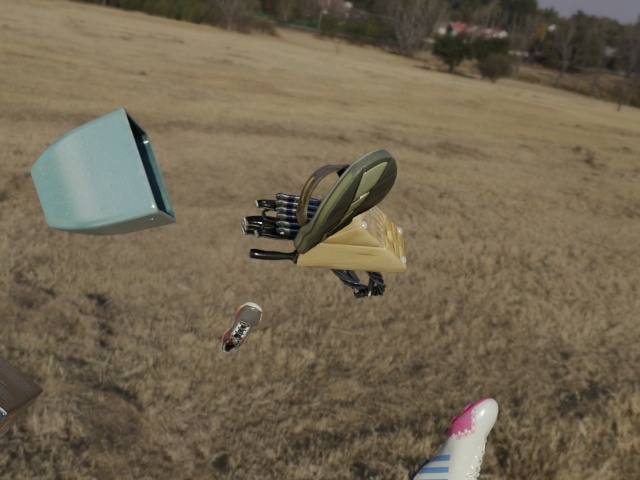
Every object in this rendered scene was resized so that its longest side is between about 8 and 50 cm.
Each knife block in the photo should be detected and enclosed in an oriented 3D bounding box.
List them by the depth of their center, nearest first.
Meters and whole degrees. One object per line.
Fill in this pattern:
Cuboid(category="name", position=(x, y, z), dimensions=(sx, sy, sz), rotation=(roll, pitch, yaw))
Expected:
Cuboid(category="knife block", position=(0.000, 0.000, 1.156), dimensions=(0.242, 0.088, 0.276), rotation=(-18, -32, 27))

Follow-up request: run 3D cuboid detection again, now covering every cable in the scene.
Cuboid(category="cable", position=(0.080, 0.063, 1.471), dimensions=(0.047, 0.184, 0.151), rotation=(-38, 21, -27))

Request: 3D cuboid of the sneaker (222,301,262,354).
Cuboid(category="sneaker", position=(-0.188, 0.217, 1.481), dimensions=(0.061, 0.158, 0.065), rotation=(27, 30, -10))

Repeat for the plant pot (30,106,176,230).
Cuboid(category="plant pot", position=(-0.512, -0.131, 1.444), dimensions=(0.252, 0.247, 0.248), rotation=(-18, -2, -5))

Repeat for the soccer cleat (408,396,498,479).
Cuboid(category="soccer cleat", position=(0.340, 0.518, 1.459), dimensions=(0.116, 0.331, 0.143), rotation=(7, 32, -41))

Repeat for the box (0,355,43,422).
Cuboid(category="box", position=(-0.888, 0.464, 1.486), dimensions=(0.179, 0.343, 0.312), rotation=(41, -9, -6))

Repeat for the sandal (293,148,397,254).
Cuboid(category="sandal", position=(0.009, -0.058, 0.909), dimensions=(0.120, 0.086, 0.303), rotation=(-28, -6, -25))
